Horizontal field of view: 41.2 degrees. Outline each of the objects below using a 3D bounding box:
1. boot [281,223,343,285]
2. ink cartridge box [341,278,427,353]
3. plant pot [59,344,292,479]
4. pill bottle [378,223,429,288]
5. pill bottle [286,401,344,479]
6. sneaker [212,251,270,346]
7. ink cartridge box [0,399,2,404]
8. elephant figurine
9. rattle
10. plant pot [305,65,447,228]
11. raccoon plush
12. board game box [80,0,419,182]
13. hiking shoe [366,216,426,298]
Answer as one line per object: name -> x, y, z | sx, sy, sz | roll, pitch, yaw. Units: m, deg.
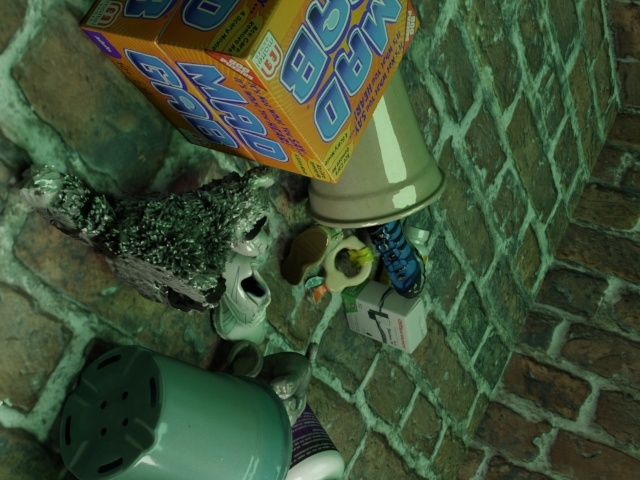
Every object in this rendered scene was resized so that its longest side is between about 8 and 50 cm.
boot -> 0.000, 0.000, 2.009 | 0.165, 0.077, 0.213 | -43, 171, -41
ink cartridge box -> 0.174, 0.199, 2.306 | 0.087, 0.208, 0.153 | -48, 140, -33
plant pot -> -0.283, 0.370, 1.610 | 0.334, 0.341, 0.341 | 39, 72, -49
pill bottle -> 0.241, 0.062, 2.427 | 0.117, 0.117, 0.209 | 8, 99, -58
pill bottle -> -0.067, 0.481, 1.945 | 0.181, 0.323, 0.182 | -24, 143, -19
sneaker -> -0.166, 0.136, 1.832 | 0.111, 0.129, 0.297 | -51, 144, -33
ink cartridge box -> -0.604, 0.268, 1.245 | 0.154, 0.093, 0.212 | -60, 146, 0
elephant figurine -> -0.152, 0.306, 1.874 | 0.186, 0.239, 0.170 | -32, 130, -64
rattle -> 0.036, 0.080, 2.207 | 0.130, 0.142, 0.200 | 43, 83, -22
plant pot -> 0.092, -0.240, 1.906 | 0.334, 0.333, 0.306 | -39, 124, -41
raccoon plush -> -0.256, -0.081, 1.486 | 0.446, 0.216, 0.299 | 49, 56, -43
board game box -> -0.103, -0.371, 1.463 | 0.356, 0.356, 0.356 | -63, 147, -15
hiking shoe -> 0.178, 0.013, 2.237 | 0.132, 0.113, 0.304 | 9, 56, -46
